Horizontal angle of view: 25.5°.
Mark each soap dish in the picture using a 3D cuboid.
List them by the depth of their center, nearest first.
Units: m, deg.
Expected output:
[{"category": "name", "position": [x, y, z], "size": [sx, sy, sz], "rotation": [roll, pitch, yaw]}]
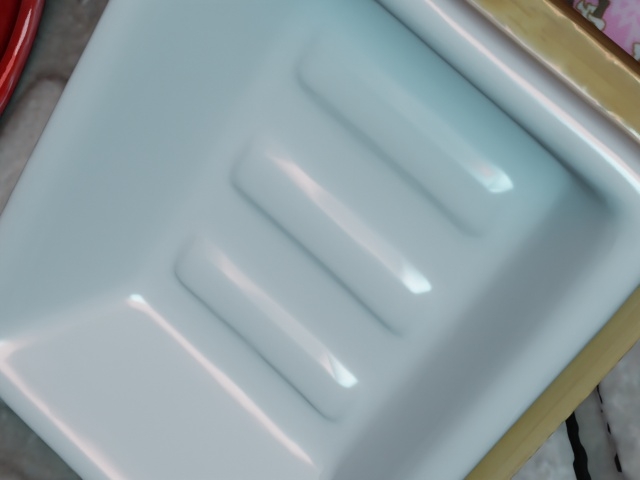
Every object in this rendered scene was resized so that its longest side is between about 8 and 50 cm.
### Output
[{"category": "soap dish", "position": [0.000, 0.000, 0.550], "size": [0.229, 0.291, 0.118], "rotation": [42, 35, 11]}]

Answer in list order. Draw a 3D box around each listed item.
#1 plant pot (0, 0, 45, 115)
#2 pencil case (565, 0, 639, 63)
[{"category": "plant pot", "position": [-0.233, -0.128, 0.617], "size": [0.174, 0.191, 0.191], "rotation": [23, 75, 11]}, {"category": "pencil case", "position": [0.189, -0.123, 0.621], "size": [0.386, 0.167, 0.160], "rotation": [13, 42, 5]}]
